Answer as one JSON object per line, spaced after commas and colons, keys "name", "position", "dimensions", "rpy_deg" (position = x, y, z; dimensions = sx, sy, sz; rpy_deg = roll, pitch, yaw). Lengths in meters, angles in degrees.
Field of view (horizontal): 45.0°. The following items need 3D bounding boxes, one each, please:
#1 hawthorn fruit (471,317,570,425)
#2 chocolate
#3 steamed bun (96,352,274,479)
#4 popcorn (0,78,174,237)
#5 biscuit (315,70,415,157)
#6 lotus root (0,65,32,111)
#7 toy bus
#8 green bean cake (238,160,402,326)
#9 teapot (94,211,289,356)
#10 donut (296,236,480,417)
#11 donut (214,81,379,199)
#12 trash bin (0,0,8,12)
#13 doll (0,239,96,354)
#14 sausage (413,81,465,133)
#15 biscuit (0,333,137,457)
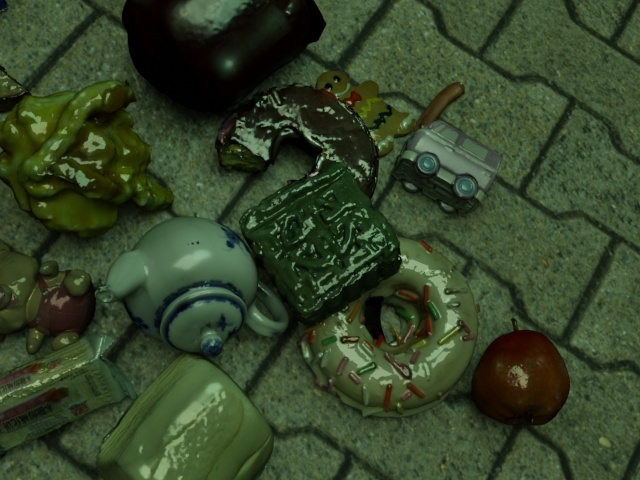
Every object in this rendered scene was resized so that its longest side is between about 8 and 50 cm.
{"name": "hawthorn fruit", "position": [0.394, 0.255, 1.538], "dimensions": [0.197, 0.196, 0.225], "rpy_deg": [11, 55, -6]}
{"name": "chocolate", "position": [-0.224, -0.431, 1.585], "dimensions": [0.384, 0.383, 0.331], "rpy_deg": [37, 87, 3]}
{"name": "steamed bun", "position": [-0.214, 0.375, 1.376], "dimensions": [0.272, 0.273, 0.290], "rpy_deg": [39, 73, -13]}
{"name": "popcorn", "position": [-0.461, -0.166, 1.489], "dimensions": [0.290, 0.321, 0.325], "rpy_deg": [-5, 55, 6]}
{"name": "biscuit", "position": [0.091, -0.297, 1.735], "dimensions": [0.240, 0.035, 0.158], "rpy_deg": [38, 68, 3]}
{"name": "lotus root", "position": [-0.746, -0.335, 1.582], "dimensions": [0.261, 0.074, 0.170], "rpy_deg": [43, 71, 4]}
{"name": "toy bus", "position": [0.269, -0.159, 1.667], "dimensions": [0.203, 0.142, 0.142], "rpy_deg": [30, 76, 0]}
{"name": "green bean cake", "position": [0.000, 0.000, 1.443], "dimensions": [0.241, 0.132, 0.255], "rpy_deg": [-32, 70, -3]}
{"name": "teapot", "position": [-0.230, 0.101, 1.423], "dimensions": [0.424, 0.252, 0.280], "rpy_deg": [18, 33, -40]}
{"name": "donut", "position": [0.140, 0.159, 1.541], "dimensions": [0.383, 0.142, 0.382], "rpy_deg": [3, 71, -8]}
{"name": "donut", "position": [-0.032, -0.189, 1.626], "dimensions": [0.345, 0.136, 0.259], "rpy_deg": [33, 70, 0]}
{"name": "trash bin", "position": [-0.747, -0.556, 1.567], "dimensions": [0.184, 0.234, 0.162], "rpy_deg": [-30, 78, -17]}
{"name": "doll", "position": [-0.553, 0.109, 1.432], "dimensions": [0.256, 0.152, 0.196], "rpy_deg": [14, 63, -2]}
{"name": "sausage", "position": [0.270, -0.300, 1.763], "dimensions": [0.047, 0.040, 0.176], "rpy_deg": [37, 69, 4]}
{"name": "biscuit", "position": [-0.500, 0.283, 1.383], "dimensions": [0.309, 0.186, 0.079], "rpy_deg": [-23, 40, -16]}
